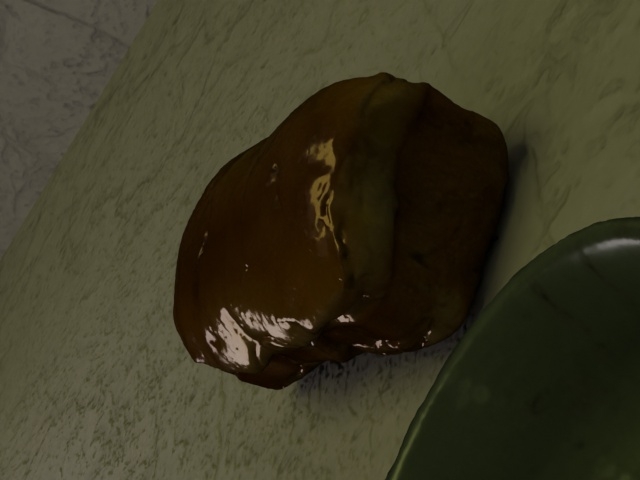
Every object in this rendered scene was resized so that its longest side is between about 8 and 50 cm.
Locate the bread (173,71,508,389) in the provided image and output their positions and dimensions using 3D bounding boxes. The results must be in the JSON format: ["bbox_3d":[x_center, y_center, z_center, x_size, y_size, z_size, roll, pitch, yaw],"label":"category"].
[{"bbox_3d":[-0.006,0.001,1.194,0.344,0.149,0.195,-26,43,65],"label":"bread"}]

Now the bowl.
[{"bbox_3d":[0.129,0.148,0.630,0.289,0.146,0.289,-55,22,36],"label":"bowl"}]
